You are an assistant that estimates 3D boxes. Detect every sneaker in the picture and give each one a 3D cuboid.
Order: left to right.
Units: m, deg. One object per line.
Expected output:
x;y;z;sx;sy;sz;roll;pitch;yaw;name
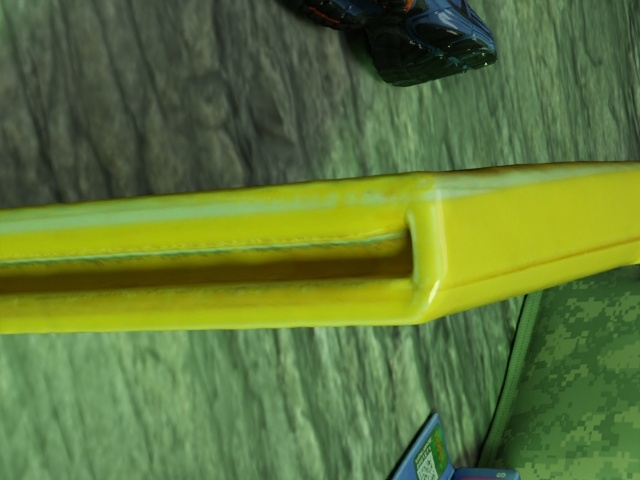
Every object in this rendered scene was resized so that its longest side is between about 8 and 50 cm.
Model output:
0.054;-0.166;0.927;0.221;0.083;0.087;31;54;-57;sneaker

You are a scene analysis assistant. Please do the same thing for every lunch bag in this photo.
0.275;0.119;1.109;0.169;0.235;0.287;50;48;-38;lunch bag

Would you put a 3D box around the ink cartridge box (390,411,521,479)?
0.107;0.297;0.996;0.186;0.065;0.311;-47;125;-49;ink cartridge box

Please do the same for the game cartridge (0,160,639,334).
0.000;0.000;0.629;0.324;0.285;0.052;-4;91;-58;game cartridge
